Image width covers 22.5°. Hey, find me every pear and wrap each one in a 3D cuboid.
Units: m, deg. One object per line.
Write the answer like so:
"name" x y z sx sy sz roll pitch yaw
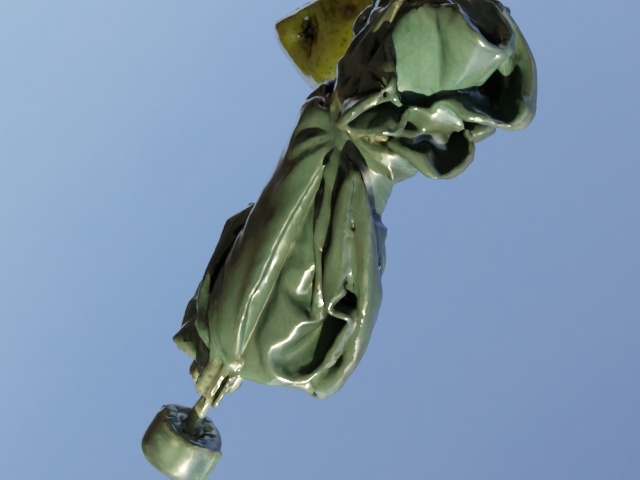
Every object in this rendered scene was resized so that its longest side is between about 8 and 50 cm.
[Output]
"pear" 0.045 -0.135 1.093 0.141 0.104 0.141 -24 -174 3

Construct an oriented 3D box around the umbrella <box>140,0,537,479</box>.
"umbrella" 0.001 0.000 0.942 0.348 0.094 0.143 -60 -158 16
